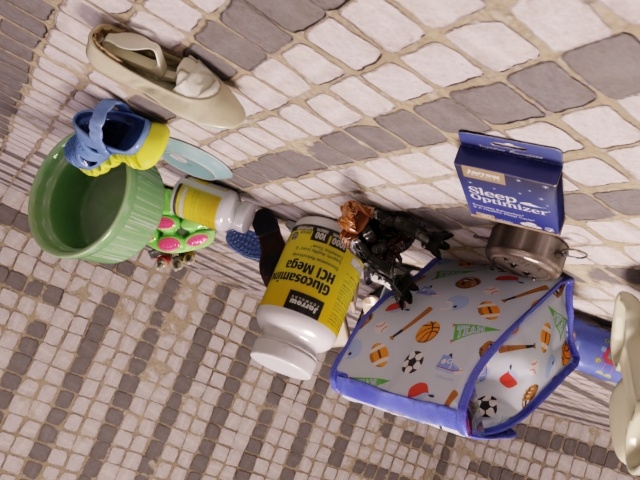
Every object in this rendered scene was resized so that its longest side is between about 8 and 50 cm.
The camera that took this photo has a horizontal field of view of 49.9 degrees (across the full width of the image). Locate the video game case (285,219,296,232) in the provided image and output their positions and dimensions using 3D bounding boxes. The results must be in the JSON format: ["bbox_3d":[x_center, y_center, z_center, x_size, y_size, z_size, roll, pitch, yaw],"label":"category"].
[{"bbox_3d":[0.000,0.000,1.724,0.157,0.019,0.143,18,167,16],"label":"video game case"}]

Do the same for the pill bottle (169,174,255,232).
[{"bbox_3d":[-0.251,-0.080,1.614,0.184,0.103,0.103,20,167,12],"label":"pill bottle"}]

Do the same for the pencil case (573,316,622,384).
[{"bbox_3d":[0.613,0.246,1.492,0.306,0.119,0.133,21,171,5],"label":"pencil case"}]

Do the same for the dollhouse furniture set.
[{"bbox_3d":[0.044,0.111,1.879,0.303,0.355,0.174,-6,121,12],"label":"dollhouse furniture set"}]

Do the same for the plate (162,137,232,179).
[{"bbox_3d":[-0.279,-0.168,1.479,0.188,0.024,0.188,21,168,5],"label":"plate"}]

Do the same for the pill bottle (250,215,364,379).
[{"bbox_3d":[-0.028,0.128,1.536,0.187,0.334,0.188,19,158,8],"label":"pill bottle"}]

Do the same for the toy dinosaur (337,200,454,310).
[{"bbox_3d":[0.106,0.006,1.310,0.218,0.164,0.322,33,-164,28],"label":"toy dinosaur"}]

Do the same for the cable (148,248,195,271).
[{"bbox_3d":[-0.413,0.024,2.045,0.139,0.072,0.287,-7,-166,9],"label":"cable"}]

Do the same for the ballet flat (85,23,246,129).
[{"bbox_3d":[-0.218,-0.238,0.980,0.248,0.086,0.086,23,167,-3],"label":"ballet flat"}]

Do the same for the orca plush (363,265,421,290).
[{"bbox_3d":[0.242,0.129,1.679,0.287,0.151,0.102,13,-163,32],"label":"orca plush"}]

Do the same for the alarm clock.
[{"bbox_3d":[0.354,0.023,1.139,0.129,0.064,0.192,29,162,-29],"label":"alarm clock"}]

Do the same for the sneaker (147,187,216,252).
[{"bbox_3d":[-0.484,-0.079,1.968,0.482,0.185,0.202,10,-166,29],"label":"sneaker"}]

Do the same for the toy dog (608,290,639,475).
[{"bbox_3d":[0.682,0.278,1.069,0.407,0.285,0.395,-1,131,14],"label":"toy dog"}]

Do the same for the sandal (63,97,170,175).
[{"bbox_3d":[-0.430,-0.212,1.362,0.317,0.126,0.138,-4,149,45],"label":"sandal"}]

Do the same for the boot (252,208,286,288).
[{"bbox_3d":[-0.108,0.035,1.689,0.082,0.219,0.106,-12,171,7],"label":"boot"}]

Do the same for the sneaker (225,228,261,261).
[{"bbox_3d":[-0.168,0.035,2.013,0.232,0.081,0.090,22,162,0],"label":"sneaker"}]

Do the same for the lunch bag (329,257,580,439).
[{"bbox_3d":[0.251,0.217,1.304,0.327,0.385,0.239,5,115,46],"label":"lunch bag"}]

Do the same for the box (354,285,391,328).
[{"bbox_3d":[0.310,0.309,2.060,0.395,0.212,0.293,23,168,-1],"label":"box"}]

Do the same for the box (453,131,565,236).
[{"bbox_3d":[0.262,-0.073,0.945,0.136,0.037,0.225,16,165,25],"label":"box"}]

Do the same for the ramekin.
[{"bbox_3d":[-0.504,-0.091,1.576,0.303,0.303,0.148,14,173,30],"label":"ramekin"}]
